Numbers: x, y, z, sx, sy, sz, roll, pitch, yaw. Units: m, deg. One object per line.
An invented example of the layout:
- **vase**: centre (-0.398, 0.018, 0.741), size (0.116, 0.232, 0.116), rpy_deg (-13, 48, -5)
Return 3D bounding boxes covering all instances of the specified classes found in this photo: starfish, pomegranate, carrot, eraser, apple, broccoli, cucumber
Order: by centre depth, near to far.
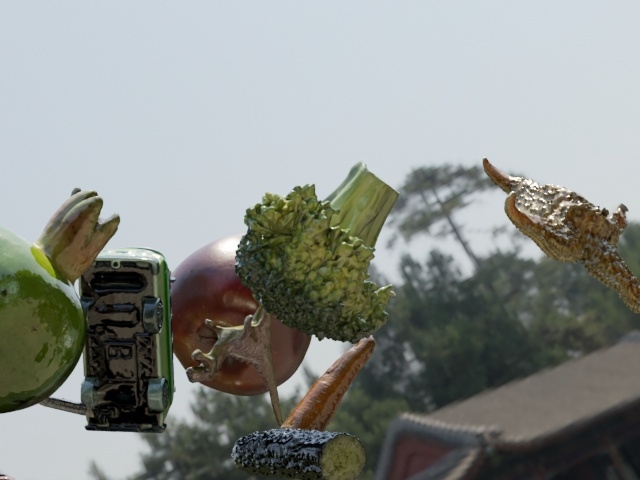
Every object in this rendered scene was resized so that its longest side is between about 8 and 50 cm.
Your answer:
- **pomegranate**: centre (-0.356, 0.065, 1.592), size (0.302, 0.236, 0.236), rpy_deg (-40, -12, -16)
- **starfish**: centre (0.327, -0.014, 1.648), size (0.084, 0.301, 0.293), rpy_deg (-60, 11, 15)
- **cucumber**: centre (-0.040, 0.283, 1.781), size (0.072, 0.072, 0.300), rpy_deg (-18, 4, -31)
- **broccoli**: centre (0.000, 0.000, 1.816), size (0.243, 0.263, 0.247), rpy_deg (-52, 26, -3)
- **eraser**: centre (-0.377, 0.240, 1.963), size (0.099, 0.019, 0.027), rpy_deg (19, -5, -32)
- **carrot**: centre (0.021, 0.226, 2.061), size (0.210, 0.061, 0.061), rpy_deg (-53, -7, -20)
- **apple**: centre (-0.142, 0.130, 2.432), size (0.288, 0.288, 0.317), rpy_deg (-33, 9, 20)

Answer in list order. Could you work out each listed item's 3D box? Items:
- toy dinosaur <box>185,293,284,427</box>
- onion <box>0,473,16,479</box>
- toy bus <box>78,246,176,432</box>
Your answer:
- **toy dinosaur**: centre (-0.115, 0.187, 2.221), size (0.072, 0.200, 0.251), rpy_deg (13, -12, 33)
- **onion**: centre (-0.475, 0.471, 1.927), size (0.398, 0.420, 0.398), rpy_deg (-3, -49, -4)
- **toy bus**: centre (-0.294, 0.143, 2.066), size (0.133, 0.276, 0.165), rpy_deg (1, 14, 5)
